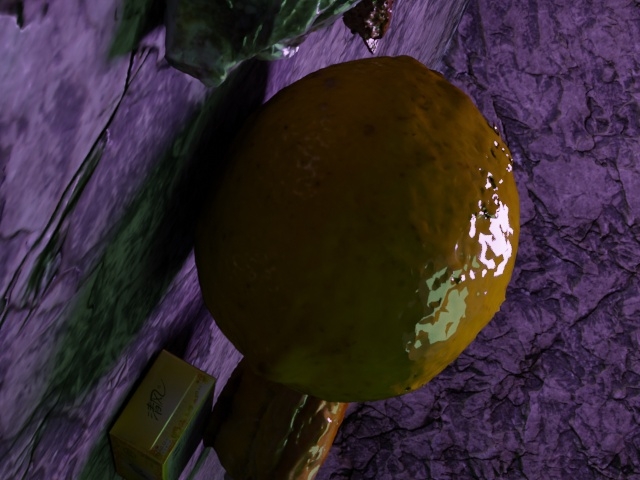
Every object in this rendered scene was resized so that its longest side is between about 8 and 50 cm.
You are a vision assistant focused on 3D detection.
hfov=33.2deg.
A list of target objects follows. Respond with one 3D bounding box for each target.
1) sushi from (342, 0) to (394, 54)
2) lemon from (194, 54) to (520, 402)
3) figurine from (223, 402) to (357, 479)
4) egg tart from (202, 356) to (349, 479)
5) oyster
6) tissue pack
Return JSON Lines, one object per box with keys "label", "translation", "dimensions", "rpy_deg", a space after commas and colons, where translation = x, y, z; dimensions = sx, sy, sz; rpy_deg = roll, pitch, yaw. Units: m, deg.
{"label": "sushi", "translation": [0.046, -0.224, 1.016], "dimensions": [0.055, 0.052, 0.120], "rpy_deg": [-61, 174, -15]}
{"label": "lemon", "translation": [0.032, -0.013, 0.864], "dimensions": [0.310, 0.254, 0.253], "rpy_deg": [-61, 175, -26]}
{"label": "figurine", "translation": [-0.037, 0.273, 1.887], "dimensions": [0.380, 0.203, 0.248], "rpy_deg": [-57, 176, -40]}
{"label": "egg tart", "translation": [-0.035, 0.166, 1.109], "dimensions": [0.294, 0.123, 0.294], "rpy_deg": [-63, 178, -4]}
{"label": "oyster", "translation": [0.012, -0.200, 0.611], "dimensions": [0.198, 0.112, 0.267], "rpy_deg": [-42, -164, 32]}
{"label": "tissue pack", "translation": [-0.154, 0.184, 1.047], "dimensions": [0.095, 0.062, 0.176], "rpy_deg": [-59, 175, -24]}
